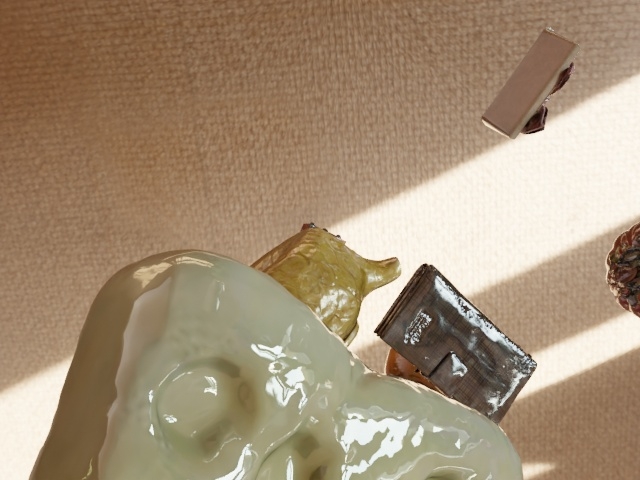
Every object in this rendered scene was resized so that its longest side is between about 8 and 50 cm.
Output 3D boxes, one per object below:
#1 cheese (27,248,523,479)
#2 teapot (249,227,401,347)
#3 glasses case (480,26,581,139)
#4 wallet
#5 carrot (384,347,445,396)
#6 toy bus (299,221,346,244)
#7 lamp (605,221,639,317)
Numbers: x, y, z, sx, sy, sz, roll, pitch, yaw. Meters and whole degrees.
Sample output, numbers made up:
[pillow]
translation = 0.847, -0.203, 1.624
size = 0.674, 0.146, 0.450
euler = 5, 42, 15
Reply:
[cheese]
translation = -0.031, 0.219, 0.427
size = 0.351, 0.129, 0.329
euler = 37, 68, -36
[teapot]
translation = -0.037, 0.106, 0.879
size = 0.311, 0.203, 0.167
euler = -38, 98, -3
[glasses case]
translation = 0.377, -0.253, 1.251
size = 0.070, 0.102, 0.194
euler = 20, 109, -45
[wallet]
translation = 0.185, 0.145, 0.982
size = 0.230, 0.042, 0.124
euler = 42, 79, -20
[carrot]
translation = 0.258, 0.308, 1.784
size = 0.193, 0.331, 0.214
euler = -4, 134, 32
[toy bus]
translation = 0.000, 0.000, 1.192
size = 0.031, 0.110, 0.043
euler = 24, 91, -29
[lamp]
translation = 0.730, 0.065, 1.589
size = 0.226, 0.227, 0.227
euler = 1, 112, 1
